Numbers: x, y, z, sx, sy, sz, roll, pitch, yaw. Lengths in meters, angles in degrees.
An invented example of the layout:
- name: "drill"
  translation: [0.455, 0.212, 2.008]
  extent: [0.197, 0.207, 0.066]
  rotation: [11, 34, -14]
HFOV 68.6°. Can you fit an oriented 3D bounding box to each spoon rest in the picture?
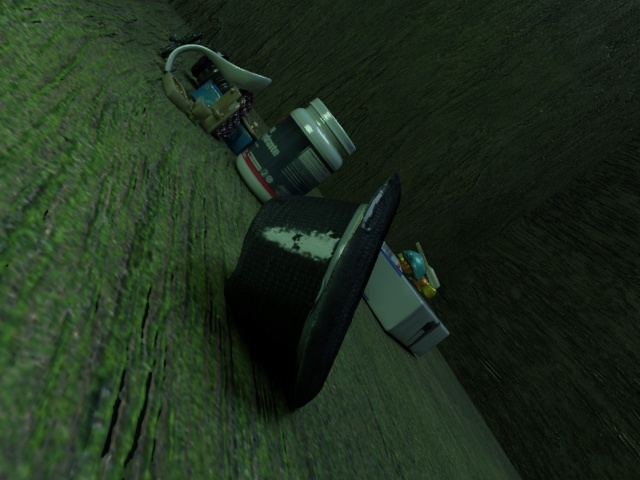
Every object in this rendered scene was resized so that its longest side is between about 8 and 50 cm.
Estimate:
- name: "spoon rest"
  translation: [-0.262, -0.455, 1.237]
  extent: [0.276, 0.084, 0.137]
  rotation: [6, 17, -19]

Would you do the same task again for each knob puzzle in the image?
- name: "knob puzzle"
  translation: [-0.196, -0.334, 1.399]
  extent: [0.213, 0.030, 0.213]
  rotation: [53, 3, -4]

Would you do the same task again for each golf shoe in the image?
- name: "golf shoe"
  translation: [-0.254, -0.343, 1.262]
  extent: [0.085, 0.186, 0.068]
  rotation: [19, -40, 10]

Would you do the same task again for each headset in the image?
- name: "headset"
  translation: [-0.342, -0.485, 1.474]
  extent: [0.244, 0.185, 0.394]
  rotation: [60, -6, 24]

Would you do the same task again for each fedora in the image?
- name: "fedora"
  translation: [-0.017, 0.036, 0.589]
  extent: [0.152, 0.335, 0.334]
  rotation: [23, 4, 8]

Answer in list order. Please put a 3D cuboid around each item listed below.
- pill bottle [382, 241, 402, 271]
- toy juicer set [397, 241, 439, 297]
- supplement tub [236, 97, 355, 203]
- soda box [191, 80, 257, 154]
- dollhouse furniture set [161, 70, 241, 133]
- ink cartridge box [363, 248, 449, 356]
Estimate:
- name: "pill bottle"
  translation: [0.212, 0.053, 2.097]
  extent: [0.319, 0.176, 0.176]
  rotation: [52, 7, -6]
- name: "toy juicer set"
  translation: [0.367, 0.129, 1.792]
  extent: [0.329, 0.089, 0.210]
  rotation: [68, -4, -83]
- name: "supplement tub"
  translation: [-0.065, -0.219, 1.226]
  extent: [0.191, 0.272, 0.191]
  rotation: [51, 7, -9]
- name: "soda box"
  translation: [-0.273, -0.348, 1.345]
  extent: [0.210, 0.067, 0.071]
  rotation: [53, 7, -1]
- name: "dollhouse furniture set"
  translation: [-0.279, -0.360, 1.132]
  extent: [0.151, 0.123, 0.144]
  rotation: [46, 10, -44]
- name: "ink cartridge box"
  translation: [0.309, 0.247, 1.806]
  extent: [0.395, 0.166, 0.286]
  rotation: [44, 10, -52]
